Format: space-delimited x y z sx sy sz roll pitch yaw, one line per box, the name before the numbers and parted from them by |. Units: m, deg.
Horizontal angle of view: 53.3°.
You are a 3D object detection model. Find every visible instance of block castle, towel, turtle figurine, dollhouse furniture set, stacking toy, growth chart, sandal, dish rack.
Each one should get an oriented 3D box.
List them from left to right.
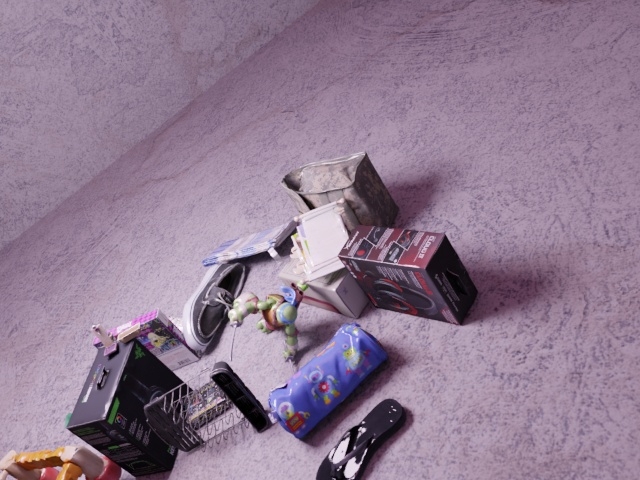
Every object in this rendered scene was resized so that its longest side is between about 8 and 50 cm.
block castle | -0.682 0.736 1.522 0.302 0.213 0.454 -14 42 22
dollhouse furniture set | -0.525 0.220 1.636 0.114 0.081 0.091 -30 23 -2
dish rack | -0.287 0.425 1.559 0.271 0.208 0.074 -30 24 8
towel | -0.227 0.006 2.065 0.284 0.034 0.209 -15 15 24
turtle figurine | -0.157 0.235 1.656 0.266 0.197 0.275 -175 92 -71
stacking toy | -0.031 0.030 1.705 0.167 0.052 0.221 -40 36 -5
growth chart | 0.000 0.000 1.659 0.171 0.021 0.237 -17 51 9
sandal | 0.076 0.435 1.367 0.254 0.054 0.097 -47 37 -16

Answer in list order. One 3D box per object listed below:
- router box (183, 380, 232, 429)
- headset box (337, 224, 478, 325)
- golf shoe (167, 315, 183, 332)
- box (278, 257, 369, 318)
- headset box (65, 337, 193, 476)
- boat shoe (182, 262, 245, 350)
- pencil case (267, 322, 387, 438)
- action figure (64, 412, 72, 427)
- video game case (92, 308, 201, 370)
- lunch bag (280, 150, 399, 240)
router box | -0.300 0.431 1.697 0.122 0.038 0.092 -34 35 4
headset box | 0.219 0.080 1.518 0.293 0.218 0.110 8 55 44
golf shoe | -0.444 0.270 1.963 0.186 0.086 0.068 -10 41 30
box | 0.028 0.098 1.733 0.232 0.127 0.149 12 56 46
headset box | -0.486 0.425 1.647 0.131 0.283 0.246 -19 37 23
boat shoe | -0.316 0.179 1.928 0.119 0.121 0.335 -20 36 28
pencil case | 0.010 0.321 1.491 0.306 0.133 0.119 -41 3 -9
action figure | -0.639 0.500 1.876 0.232 0.063 0.137 -11 40 37
video game case | -0.501 0.312 1.853 0.232 0.210 0.042 -24 37 17
lunch bag | 0.043 -0.107 1.863 0.286 0.235 0.169 -8 43 34
